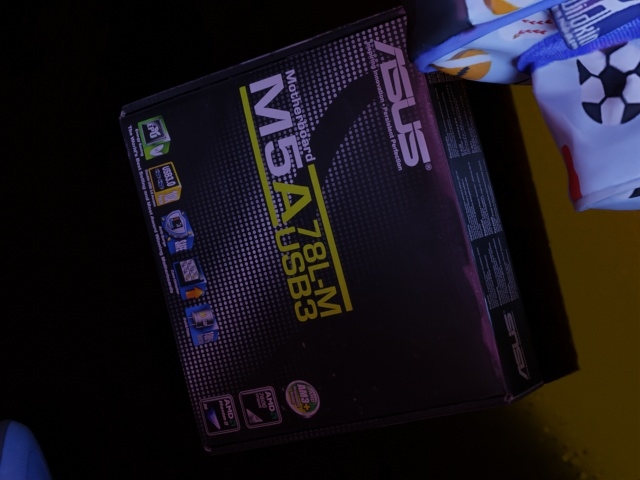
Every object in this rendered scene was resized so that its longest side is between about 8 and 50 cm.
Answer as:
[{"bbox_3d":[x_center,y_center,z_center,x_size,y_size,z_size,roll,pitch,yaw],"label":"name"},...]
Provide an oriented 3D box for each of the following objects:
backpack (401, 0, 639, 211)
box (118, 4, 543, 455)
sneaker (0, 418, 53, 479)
[{"bbox_3d":[0.168,-0.126,0.484,0.263,0.276,0.213,-25,88,27],"label":"backpack"},{"bbox_3d":[0.000,0.000,0.731,0.184,0.045,0.190,-14,90,36],"label":"box"},{"bbox_3d":[-0.145,0.203,0.854,0.082,0.069,0.209,-12,81,1],"label":"sneaker"}]
